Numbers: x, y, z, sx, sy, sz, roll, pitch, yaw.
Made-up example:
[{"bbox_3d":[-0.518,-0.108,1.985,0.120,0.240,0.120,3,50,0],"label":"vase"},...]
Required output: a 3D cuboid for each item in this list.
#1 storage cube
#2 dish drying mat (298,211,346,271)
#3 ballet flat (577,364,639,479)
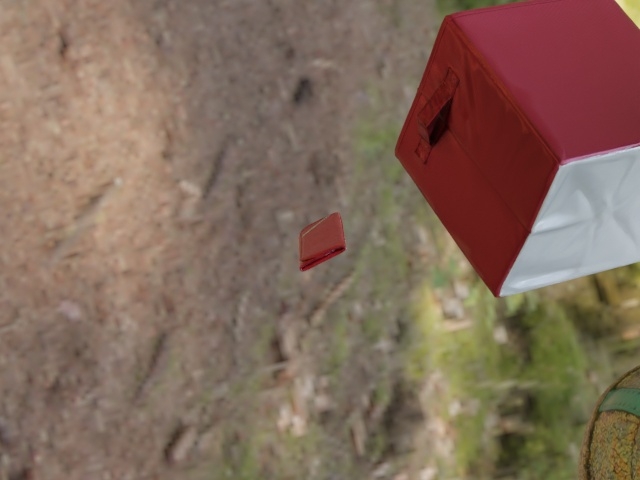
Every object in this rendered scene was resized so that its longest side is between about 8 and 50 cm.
[{"bbox_3d":[0.210,-0.089,1.521,0.215,0.183,0.193,-13,53,-29],"label":"storage cube"},{"bbox_3d":[0.000,0.000,1.042,0.008,0.032,0.083,63,6,-13],"label":"dish drying mat"},{"bbox_3d":[0.253,0.141,0.575,0.123,0.348,0.123,-61,174,-12],"label":"ballet flat"}]
